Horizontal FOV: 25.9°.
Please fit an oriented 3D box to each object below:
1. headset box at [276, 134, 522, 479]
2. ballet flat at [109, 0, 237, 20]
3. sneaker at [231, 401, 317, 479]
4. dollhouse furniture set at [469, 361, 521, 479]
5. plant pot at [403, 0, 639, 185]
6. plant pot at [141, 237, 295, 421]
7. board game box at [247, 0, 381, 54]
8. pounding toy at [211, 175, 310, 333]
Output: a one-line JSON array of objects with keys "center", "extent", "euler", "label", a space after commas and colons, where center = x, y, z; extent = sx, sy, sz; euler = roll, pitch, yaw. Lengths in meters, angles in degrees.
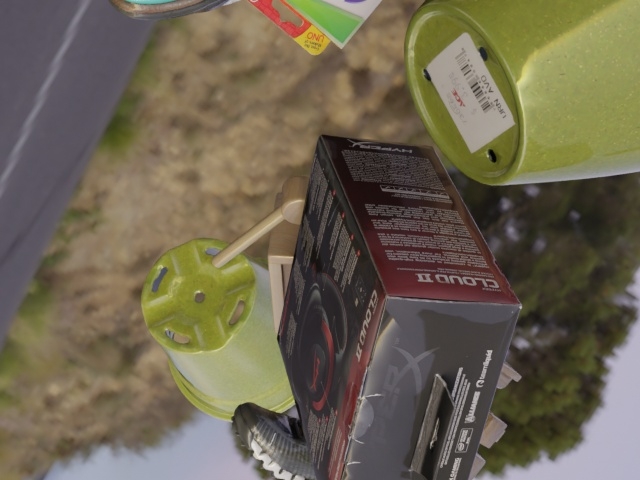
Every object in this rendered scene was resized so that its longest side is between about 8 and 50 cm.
[{"center": [0.055, 0.077, 1.126], "extent": [0.293, 0.110, 0.218], "euler": [-110, -152, -58], "label": "headset box"}, {"center": [-0.063, -0.257, 1.166], "extent": [0.280, 0.095, 0.096], "euler": [-42, 163, -19], "label": "ballet flat"}, {"center": [0.013, 0.226, 1.497], "extent": [0.106, 0.234, 0.078], "euler": [-47, -158, 13], "label": "sneaker"}, {"center": [0.132, 0.172, 1.571], "extent": [0.151, 0.123, 0.144], "euler": [-51, -133, 4], "label": "dollhouse furniture set"}, {"center": [0.217, -0.160, 1.014], "extent": [0.293, 0.275, 0.275], "euler": [-25, 169, -23], "label": "plant pot"}, {"center": [-0.148, 0.118, 2.139], "extent": [0.276, 0.276, 0.254], "euler": [-59, 157, -10], "label": "plant pot"}, {"center": [0.043, -0.306, 1.353], "extent": [0.259, 0.124, 0.039], "euler": [-49, -143, 8], "label": "board game box"}, {"center": [-0.009, -0.004, 1.339], "extent": [0.206, 0.181, 0.094], "euler": [88, 7, -50], "label": "pounding toy"}]
